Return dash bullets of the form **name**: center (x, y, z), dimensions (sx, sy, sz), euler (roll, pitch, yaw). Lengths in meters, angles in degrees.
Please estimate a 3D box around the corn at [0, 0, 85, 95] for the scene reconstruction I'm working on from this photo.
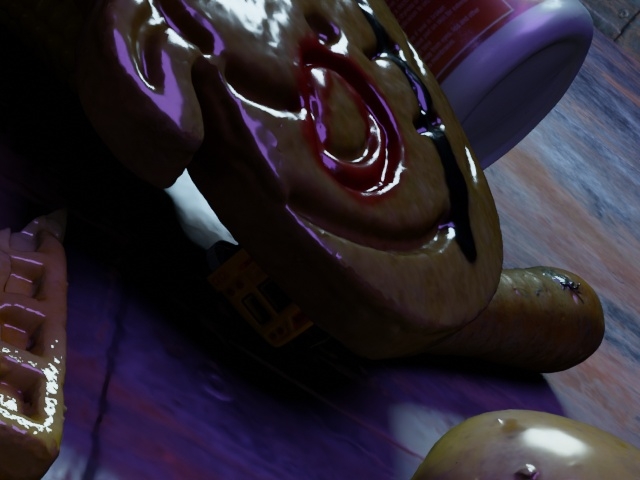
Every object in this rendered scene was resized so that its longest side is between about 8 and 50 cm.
- **corn**: center (-0.158, -0.175, 0.696), dimensions (0.322, 0.119, 0.119), euler (43, 23, 5)

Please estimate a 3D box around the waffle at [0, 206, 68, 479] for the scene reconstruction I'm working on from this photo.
- **waffle**: center (-0.157, 0.011, 0.479), dimensions (0.125, 0.032, 0.191), euler (27, 25, -27)

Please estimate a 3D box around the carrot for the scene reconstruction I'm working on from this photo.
- **carrot**: center (0.091, 0.051, 0.753), dimensions (0.298, 0.078, 0.078), euler (3, 43, -50)

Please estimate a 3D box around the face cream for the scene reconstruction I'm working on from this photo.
- **face cream**: center (0.097, -0.170, 0.982), dimensions (0.187, 0.201, 0.201), euler (49, 24, 18)

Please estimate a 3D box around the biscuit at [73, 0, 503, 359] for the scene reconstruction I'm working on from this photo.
- **biscuit**: center (-0.025, -0.106, 0.629), dimensions (0.367, 0.063, 0.314), euler (56, 26, 1)

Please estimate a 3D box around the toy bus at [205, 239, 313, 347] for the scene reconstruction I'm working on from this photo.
- **toy bus**: center (0.000, 0.000, 0.691), dimensions (0.074, 0.069, 0.162), euler (51, 25, 0)

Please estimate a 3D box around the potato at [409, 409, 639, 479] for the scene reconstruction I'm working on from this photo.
- **potato**: center (0.131, 0.174, 0.515), dimensions (0.234, 0.146, 0.150), euler (41, 53, -2)
